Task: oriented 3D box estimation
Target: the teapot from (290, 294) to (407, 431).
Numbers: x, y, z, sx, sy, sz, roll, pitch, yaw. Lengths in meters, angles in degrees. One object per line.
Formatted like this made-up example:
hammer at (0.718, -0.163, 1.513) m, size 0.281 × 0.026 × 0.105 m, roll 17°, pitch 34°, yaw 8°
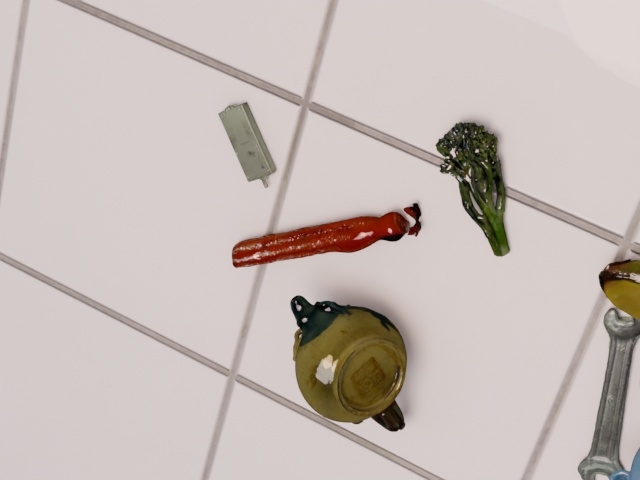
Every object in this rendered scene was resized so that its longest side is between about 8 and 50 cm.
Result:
teapot at (0.037, 0.185, 1.912) m, size 0.182 × 0.173 × 0.269 m, roll 27°, pitch 156°, yaw 55°

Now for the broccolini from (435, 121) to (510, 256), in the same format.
broccolini at (0.223, -0.067, 1.751) m, size 0.091 × 0.068 × 0.202 m, roll -21°, pitch 102°, yaw 13°

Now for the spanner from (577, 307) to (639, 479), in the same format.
spanner at (0.413, 0.227, 1.806) m, size 0.071 × 0.017 × 0.301 m, roll 12°, pitch 116°, yaw 22°

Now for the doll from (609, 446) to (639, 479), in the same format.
doll at (0.548, 0.336, 1.712) m, size 0.314 × 0.141 × 0.177 m, roll 3°, pitch 80°, yaw 15°

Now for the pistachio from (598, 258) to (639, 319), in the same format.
pistachio at (0.457, 0.073, 1.700) m, size 0.173 × 0.049 × 0.089 m, roll 30°, pitch 140°, yaw 9°

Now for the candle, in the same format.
candle at (0.000, 0.000, 1.900) m, size 0.329 × 0.051 × 0.048 m, roll -11°, pitch 115°, yaw 31°

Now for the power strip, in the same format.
power strip at (-0.107, -0.141, 1.914) m, size 0.051 × 0.019 × 0.136 m, roll -19°, pitch 101°, yaw 30°
